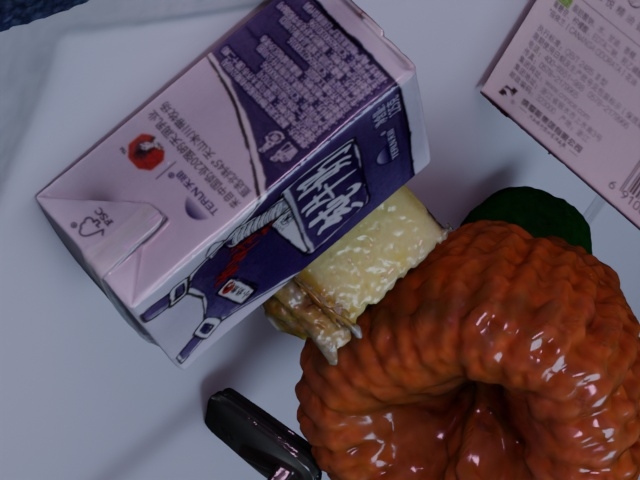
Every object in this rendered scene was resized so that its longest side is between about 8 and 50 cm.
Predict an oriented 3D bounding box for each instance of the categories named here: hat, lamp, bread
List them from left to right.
[{"bbox_3d":[-0.138,0.258,1.247,0.283,0.124,0.203,-35,167,-16],"label":"lamp"},{"bbox_3d":[0.000,0.000,1.098,0.147,0.127,0.152,-43,-168,-11],"label":"bread"},{"bbox_3d":[0.174,0.098,1.241,0.400,0.285,0.285,-30,156,-57],"label":"hat"}]

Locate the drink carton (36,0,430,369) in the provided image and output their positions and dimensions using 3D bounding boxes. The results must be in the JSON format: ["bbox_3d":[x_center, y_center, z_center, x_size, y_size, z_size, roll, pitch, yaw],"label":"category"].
[{"bbox_3d":[-0.048,-0.039,0.891,0.222,0.102,0.134,-40,161,-8],"label":"drink carton"}]

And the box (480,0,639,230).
[{"bbox_3d":[0.282,-0.118,1.117,0.111,0.260,0.194,-17,146,-49],"label":"box"}]

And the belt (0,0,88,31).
[{"bbox_3d":[-0.134,-0.150,0.495,0.218,0.122,0.128,-24,147,-40],"label":"belt"}]
